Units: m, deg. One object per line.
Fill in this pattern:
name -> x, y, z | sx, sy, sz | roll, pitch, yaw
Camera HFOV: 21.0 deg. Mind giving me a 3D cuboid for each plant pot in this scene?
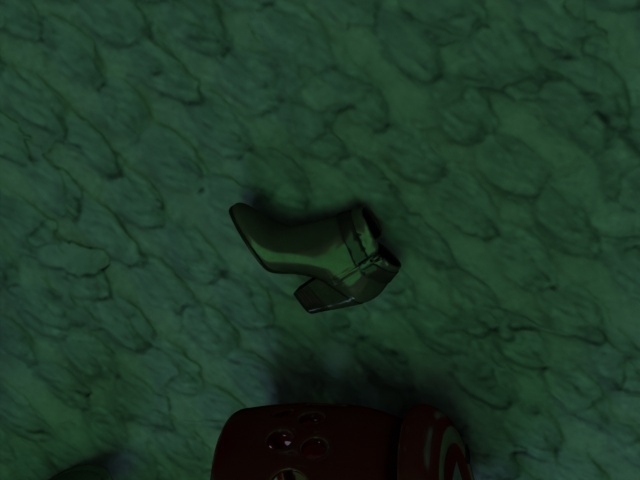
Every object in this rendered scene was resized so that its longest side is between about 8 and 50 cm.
plant pot -> 0.024, 0.212, 1.315 | 0.174, 0.191, 0.191 | -10, 118, 17

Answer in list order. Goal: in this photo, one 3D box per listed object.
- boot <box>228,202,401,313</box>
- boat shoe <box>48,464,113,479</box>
boot -> 0.000, 0.000, 1.277 | 0.087, 0.042, 0.118 | -33, 108, 26
boat shoe -> -0.241, 0.260, 1.506 | 0.228, 0.081, 0.069 | -26, 114, 39
